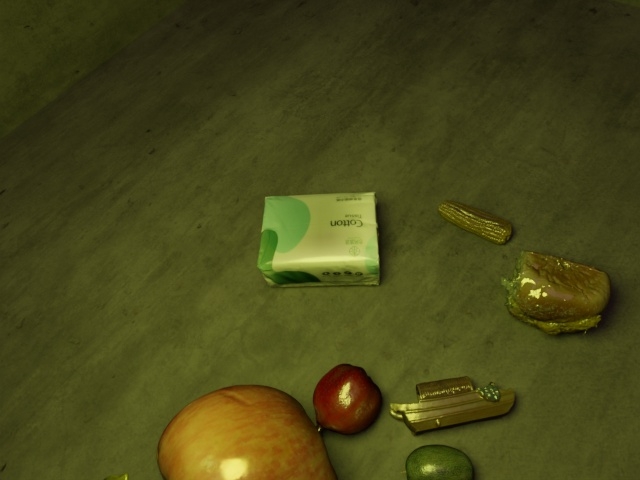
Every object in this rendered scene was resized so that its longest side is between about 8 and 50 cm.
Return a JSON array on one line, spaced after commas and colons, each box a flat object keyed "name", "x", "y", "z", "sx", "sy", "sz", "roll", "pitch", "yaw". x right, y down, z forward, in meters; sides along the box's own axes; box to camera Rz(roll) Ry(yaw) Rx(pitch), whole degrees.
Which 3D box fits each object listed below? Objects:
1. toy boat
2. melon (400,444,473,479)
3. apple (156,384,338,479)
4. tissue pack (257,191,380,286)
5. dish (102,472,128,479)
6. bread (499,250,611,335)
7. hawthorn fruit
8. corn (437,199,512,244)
[{"name": "toy boat", "x": 0.327, "y": 0.408, "z": 1.095, "sx": 0.310, "sy": 0.089, "sz": 0.115, "roll": -13, "pitch": 56, "yaw": 2}, {"name": "melon", "x": 0.272, "y": 0.538, "z": 1.015, "sx": 0.167, "sy": 0.114, "sz": 0.114, "roll": -4, "pitch": 60, "yaw": 5}, {"name": "apple", "x": -0.152, "y": 0.515, "z": 0.951, "sx": 0.346, "sy": 0.391, "sz": 0.391, "roll": -16, "pitch": 57, "yaw": -24}, {"name": "tissue pack", "x": 0.000, "y": -0.001, "z": 1.323, "sx": 0.356, "sy": 0.194, "sz": 0.266, "roll": -3, "pitch": 59, "yaw": 7}, {"name": "dish", "x": -0.562, "y": 0.688, "z": 1.081, "sx": 0.148, "sy": 0.080, "sz": 0.208, "roll": 17, "pitch": 66, "yaw": 17}, {"name": "bread", "x": 0.597, "y": 0.150, "z": 1.141, "sx": 0.246, "sy": 0.195, "sz": 0.176, "roll": 19, "pitch": 58, "yaw": 20}, {"name": "hawthorn fruit", "x": 0.060, "y": 0.412, "z": 1.097, "sx": 0.169, "sy": 0.169, "sz": 0.188, "roll": 31, "pitch": 68, "yaw": 24}, {"name": "corn", "x": 0.481, "y": -0.062, "z": 1.352, "sx": 0.231, "sy": 0.080, "sz": 0.080, "roll": 28, "pitch": 68, "yaw": 25}]
